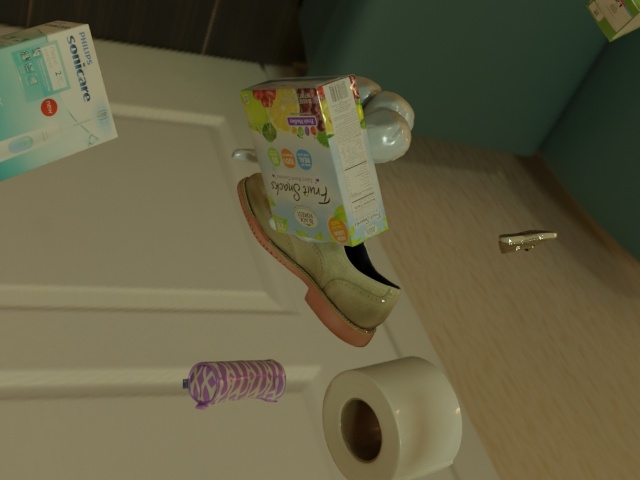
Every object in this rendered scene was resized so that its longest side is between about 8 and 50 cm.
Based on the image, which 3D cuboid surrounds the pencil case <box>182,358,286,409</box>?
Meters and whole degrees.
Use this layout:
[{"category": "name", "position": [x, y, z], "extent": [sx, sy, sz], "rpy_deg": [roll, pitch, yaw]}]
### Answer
[{"category": "pencil case", "position": [-0.155, 0.270, 1.666], "extent": [0.086, 0.088, 0.206], "rpy_deg": [-13, 169, 40]}]

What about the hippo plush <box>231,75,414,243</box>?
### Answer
[{"category": "hippo plush", "position": [0.030, -0.102, 1.408], "extent": [0.234, 0.294, 0.236], "rpy_deg": [8, 129, 15]}]

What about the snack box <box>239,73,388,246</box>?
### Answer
[{"category": "snack box", "position": [-0.010, -0.106, 1.145], "extent": [0.070, 0.174, 0.207], "rpy_deg": [-27, 111, -31]}]

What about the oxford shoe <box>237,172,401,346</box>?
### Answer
[{"category": "oxford shoe", "position": [0.000, 0.000, 1.578], "extent": [0.146, 0.397, 0.140], "rpy_deg": [-50, 156, 21]}]

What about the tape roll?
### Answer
[{"category": "tape roll", "position": [0.141, 0.366, 1.775], "extent": [0.169, 0.246, 0.246], "rpy_deg": [-7, 136, -37]}]

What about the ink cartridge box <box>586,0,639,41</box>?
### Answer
[{"category": "ink cartridge box", "position": [0.671, -0.519, 1.726], "extent": [0.189, 0.097, 0.255], "rpy_deg": [-28, 173, -17]}]

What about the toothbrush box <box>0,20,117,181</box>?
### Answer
[{"category": "toothbrush box", "position": [-0.531, -0.239, 1.533], "extent": [0.296, 0.126, 0.216], "rpy_deg": [-28, 121, -35]}]

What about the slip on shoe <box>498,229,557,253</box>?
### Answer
[{"category": "slip on shoe", "position": [0.457, 0.003, 1.943], "extent": [0.135, 0.051, 0.041], "rpy_deg": [-7, 101, -17]}]
